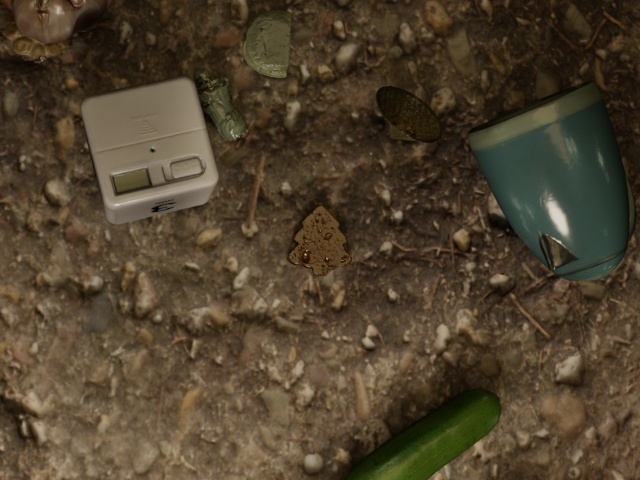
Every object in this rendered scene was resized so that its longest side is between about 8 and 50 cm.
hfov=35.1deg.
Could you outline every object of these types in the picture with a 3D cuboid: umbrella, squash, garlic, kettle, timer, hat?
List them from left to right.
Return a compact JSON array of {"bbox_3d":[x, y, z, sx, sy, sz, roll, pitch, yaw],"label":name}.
[{"bbox_3d":[-0.498,-0.397,1.719,0.207,0.257,0.207,9,112,21],"label":"garlic"},{"bbox_3d":[-0.291,-0.150,1.722,0.192,0.195,0.194,-14,86,-12],"label":"timer"},{"bbox_3d":[-0.184,-0.245,1.824,0.067,0.062,0.143,-27,96,18],"label":"umbrella"},{"bbox_3d":[0.149,-0.214,1.887,0.146,0.067,0.146,22,39,-19],"label":"hat"},{"bbox_3d":[0.166,0.379,1.791,0.379,0.101,0.101,-31,89,-11],"label":"squash"},{"bbox_3d":[0.468,-0.101,1.859,0.319,0.247,0.342,-28,97,-38],"label":"kettle"}]

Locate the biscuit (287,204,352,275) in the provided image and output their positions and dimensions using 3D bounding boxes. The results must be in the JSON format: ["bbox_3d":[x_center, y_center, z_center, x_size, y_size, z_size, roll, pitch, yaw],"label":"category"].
[{"bbox_3d":[0.000,0.000,1.847,0.120,0.019,0.129,4,82,-10],"label":"biscuit"}]

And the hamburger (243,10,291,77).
[{"bbox_3d":[-0.099,-0.361,1.860,0.084,0.054,0.121,1,90,-12],"label":"hamburger"}]
